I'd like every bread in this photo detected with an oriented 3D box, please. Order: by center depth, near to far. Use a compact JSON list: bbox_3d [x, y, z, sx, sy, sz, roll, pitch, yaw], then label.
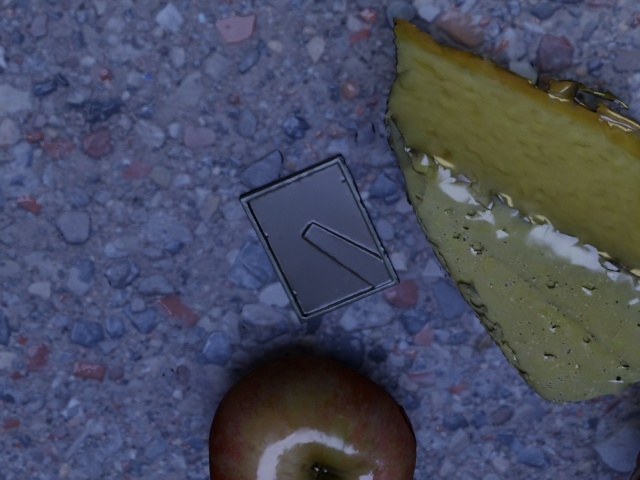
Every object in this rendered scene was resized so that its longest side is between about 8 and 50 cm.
[{"bbox_3d":[0.230,-0.049,1.525,0.279,0.248,0.315,-12,126,24],"label":"bread"}]

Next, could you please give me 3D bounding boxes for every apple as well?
[{"bbox_3d":[-0.008,0.211,1.712,0.209,0.164,0.209,-3,106,-9],"label":"apple"}]

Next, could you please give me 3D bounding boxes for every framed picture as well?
[{"bbox_3d":[0.000,0.000,1.699,0.109,0.011,0.149,-22,113,9],"label":"framed picture"}]

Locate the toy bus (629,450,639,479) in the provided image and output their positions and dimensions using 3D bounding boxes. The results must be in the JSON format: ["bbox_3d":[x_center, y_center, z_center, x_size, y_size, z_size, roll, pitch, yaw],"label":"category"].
[{"bbox_3d":[0.400,0.257,1.691,0.194,0.287,0.232,-34,91,24],"label":"toy bus"}]
